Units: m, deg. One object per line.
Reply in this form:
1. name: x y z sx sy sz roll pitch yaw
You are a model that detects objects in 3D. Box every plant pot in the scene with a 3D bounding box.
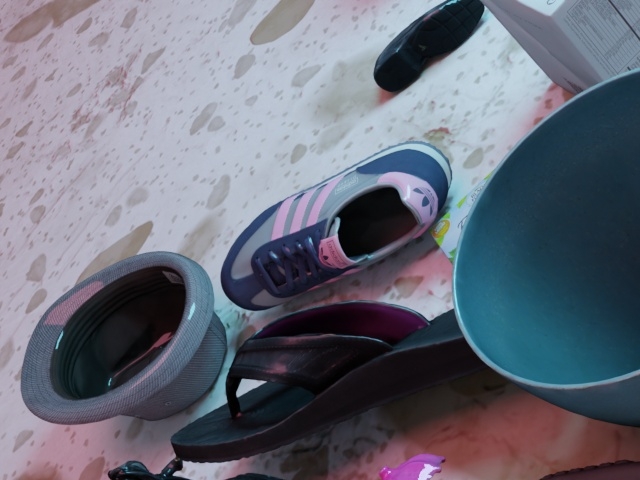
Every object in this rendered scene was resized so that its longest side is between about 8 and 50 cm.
1. plant pot: 0.278 0.033 0.926 0.290 0.195 0.290 -30 38 27

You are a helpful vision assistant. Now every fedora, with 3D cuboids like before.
1. fedora: -0.225 0.141 1.459 0.275 0.124 0.244 -26 42 18

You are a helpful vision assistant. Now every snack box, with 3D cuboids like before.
1. snack box: 0.190 -0.025 1.223 0.141 0.037 0.100 -44 33 10

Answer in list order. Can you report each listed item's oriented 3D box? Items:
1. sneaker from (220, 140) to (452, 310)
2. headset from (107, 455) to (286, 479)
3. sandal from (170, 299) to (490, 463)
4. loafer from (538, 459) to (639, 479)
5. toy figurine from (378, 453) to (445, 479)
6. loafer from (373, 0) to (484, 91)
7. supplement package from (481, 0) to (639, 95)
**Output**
1. sneaker: 0.000 0.000 1.323 0.319 0.112 0.131 -34 14 25
2. headset: -0.081 0.334 1.141 0.394 0.185 0.243 33 88 41
3. sandal: 0.030 0.106 1.170 0.446 0.107 0.167 -25 6 25
4. loafer: 0.313 0.206 0.809 0.366 0.134 0.130 -25 64 47
5. toy figurine: 0.111 0.243 0.948 0.130 0.159 0.173 -52 35 -2
6. loafer: 0.134 -0.264 1.500 0.170 0.062 0.061 -35 32 19
7. supplement package: 0.321 -0.285 1.180 0.263 0.198 0.199 -47 33 4
